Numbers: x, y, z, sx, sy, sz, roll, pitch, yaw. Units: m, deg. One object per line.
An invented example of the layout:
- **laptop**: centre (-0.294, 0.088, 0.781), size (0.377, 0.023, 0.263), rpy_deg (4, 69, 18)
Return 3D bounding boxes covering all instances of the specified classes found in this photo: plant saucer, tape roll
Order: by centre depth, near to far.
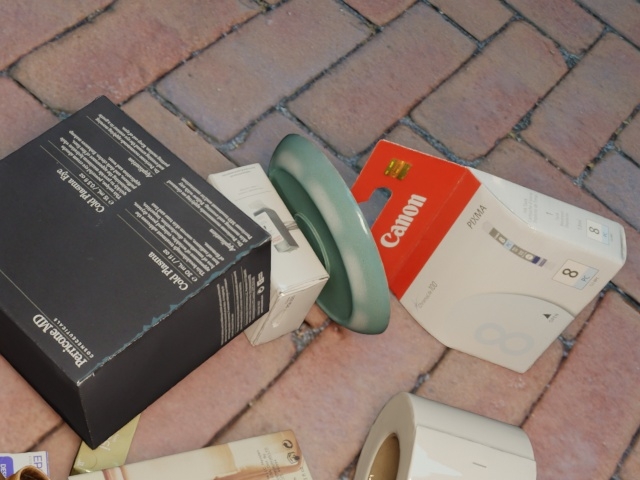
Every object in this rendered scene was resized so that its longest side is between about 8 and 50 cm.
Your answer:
- **tape roll**: centre (0.151, 0.337, 1.454), size (0.169, 0.246, 0.246), rpy_deg (19, 50, -11)
- **plant saucer**: centre (0.000, 0.000, 1.606), size (0.044, 0.317, 0.317), rpy_deg (-24, 67, -17)

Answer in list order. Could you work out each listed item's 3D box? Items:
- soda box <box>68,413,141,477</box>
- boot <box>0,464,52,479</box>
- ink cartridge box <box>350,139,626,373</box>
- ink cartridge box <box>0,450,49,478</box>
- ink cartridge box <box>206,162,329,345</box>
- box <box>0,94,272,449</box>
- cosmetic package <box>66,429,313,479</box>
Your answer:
- **soda box**: centre (-0.272, 0.240, 1.461), size (0.061, 0.058, 0.181), rpy_deg (21, 49, -8)
- **boot**: centre (-0.355, 0.294, 1.216), size (0.109, 0.220, 0.283), rpy_deg (-17, 65, -33)
- **ink cartridge box**: centre (0.208, 0.033, 1.663), size (0.385, 0.308, 0.091), rpy_deg (19, 49, -10)
- **ink cartridge box**: centre (-0.422, 0.355, 1.317), size (0.208, 0.045, 0.206), rpy_deg (2, 56, -23)
- **ink cartridge box**: centre (-0.096, 0.021, 1.636), size (0.092, 0.158, 0.218), rpy_deg (-17, 64, -30)
- **box**: centre (-0.291, 0.031, 1.457), size (0.312, 0.179, 0.343), rpy_deg (-37, 64, -27)
- **cosmetic package**: centre (-0.164, 0.345, 1.371), size (0.296, 0.153, 0.129), rpy_deg (-7, 57, -29)
